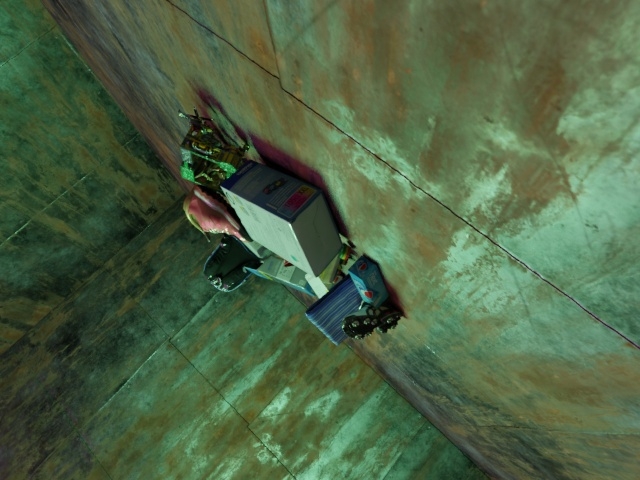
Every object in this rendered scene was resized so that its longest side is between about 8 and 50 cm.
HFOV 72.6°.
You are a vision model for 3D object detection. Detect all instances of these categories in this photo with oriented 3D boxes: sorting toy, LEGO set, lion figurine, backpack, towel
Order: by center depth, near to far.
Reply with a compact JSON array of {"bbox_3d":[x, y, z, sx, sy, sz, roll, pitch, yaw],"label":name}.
[{"bbox_3d":[0.056,0.091,1.513,0.046,0.132,0.274,20,173,-8],"label":"sorting toy"},{"bbox_3d":[-0.357,-0.311,1.519,0.255,0.192,0.331,19,160,2],"label":"LEGO set"},{"bbox_3d":[0.097,0.255,1.585,0.040,0.243,0.336,48,176,38],"label":"towel"},{"bbox_3d":[-0.464,-0.211,1.740,0.142,0.392,0.240,2,165,24],"label":"lion figurine"},{"bbox_3d":[-0.489,0.134,2.342,0.276,0.263,0.213,43,167,-1],"label":"backpack"}]

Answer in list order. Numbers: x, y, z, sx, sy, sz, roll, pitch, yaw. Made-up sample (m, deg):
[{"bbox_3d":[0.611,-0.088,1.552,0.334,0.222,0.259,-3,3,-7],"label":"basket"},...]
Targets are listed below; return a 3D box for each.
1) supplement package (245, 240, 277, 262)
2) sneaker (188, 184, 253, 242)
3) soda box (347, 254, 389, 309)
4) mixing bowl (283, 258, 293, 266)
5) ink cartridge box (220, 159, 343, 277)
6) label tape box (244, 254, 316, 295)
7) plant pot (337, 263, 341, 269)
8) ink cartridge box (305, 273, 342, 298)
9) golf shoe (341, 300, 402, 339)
[{"bbox_3d":[-0.335,-0.012,2.330,0.204,0.145,0.262,40,166,17],"label":"supplement package"},{"bbox_3d":[-0.368,-0.071,1.615,0.314,0.136,0.116,40,-166,19],"label":"sneaker"},{"bbox_3d":[0.162,0.143,1.446,0.067,0.071,0.210,35,164,38],"label":"soda box"},{"bbox_3d":[-0.067,0.022,1.627,0.181,0.181,0.098,120,131,-77],"label":"mixing bowl"},{"bbox_3d":[-0.142,-0.086,1.392,0.395,0.151,0.270,26,153,36],"label":"ink cartridge box"},{"bbox_3d":[-0.183,0.164,2.195,0.333,0.106,0.240,19,168,15],"label":"label tape box"},{"bbox_3d":[0.036,0.111,1.731,0.081,0.081,0.083,37,175,31],"label":"plant pot"},{"bbox_3d":[0.040,0.201,1.846,0.212,0.093,0.154,53,159,3],"label":"ink cartridge box"},{"bbox_3d":[0.160,0.270,1.532,0.273,0.105,0.120,3,-147,-42],"label":"golf shoe"}]
